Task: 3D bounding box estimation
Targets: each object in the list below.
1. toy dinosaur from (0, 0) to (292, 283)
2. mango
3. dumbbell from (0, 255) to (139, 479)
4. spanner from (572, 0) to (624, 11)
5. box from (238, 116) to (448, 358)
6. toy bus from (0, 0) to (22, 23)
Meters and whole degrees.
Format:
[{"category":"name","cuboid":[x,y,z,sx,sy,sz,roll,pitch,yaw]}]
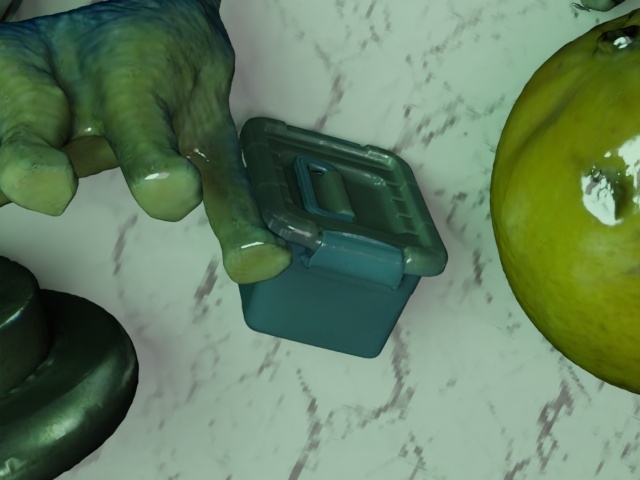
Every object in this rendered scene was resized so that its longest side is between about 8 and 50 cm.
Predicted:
[{"category":"toy dinosaur","cuboid":[-0.101,-0.062,0.614,0.247,0.188,0.075,-11,138,-10]},{"category":"mango","cuboid":[0.190,-0.007,0.717,0.262,0.130,0.167,7,124,-20]},{"category":"dumbbell","cuboid":[-0.143,0.125,0.643,0.192,0.192,0.290,-14,106,-10]},{"category":"spanner","cuboid":[0.103,-0.147,0.708,0.325,0.040,0.096,25,97,-17]},{"category":"box","cuboid":[0.000,0.000,0.695,0.074,0.099,0.054,16,115,-17]},{"category":"toy bus","cuboid":[-0.146,-0.187,0.596,0.121,0.120,0.265,4,103,-13]}]
